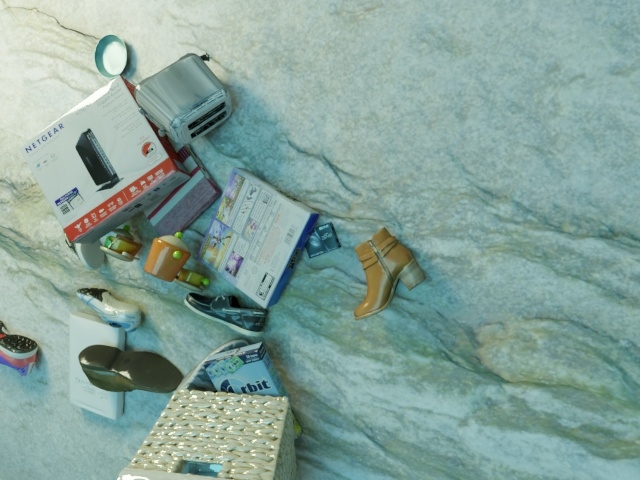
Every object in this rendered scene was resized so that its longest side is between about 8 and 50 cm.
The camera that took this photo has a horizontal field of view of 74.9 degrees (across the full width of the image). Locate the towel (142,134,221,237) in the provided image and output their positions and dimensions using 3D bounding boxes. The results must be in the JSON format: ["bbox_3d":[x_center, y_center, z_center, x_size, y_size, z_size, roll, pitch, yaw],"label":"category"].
[{"bbox_3d":[-0.440,-0.187,1.155,0.237,0.037,0.328,-38,82,21],"label":"towel"}]

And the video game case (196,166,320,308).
[{"bbox_3d":[-0.163,-0.009,1.048,0.245,0.061,0.269,32,107,19],"label":"video game case"}]

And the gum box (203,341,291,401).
[{"bbox_3d":[-0.183,0.358,1.049,0.157,0.041,0.184,-18,107,17],"label":"gum box"}]

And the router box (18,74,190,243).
[{"bbox_3d":[-0.561,-0.202,1.088,0.336,0.082,0.301,-33,84,5],"label":"router box"}]

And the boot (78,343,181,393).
[{"bbox_3d":[-0.554,0.399,1.234,0.306,0.112,0.115,13,119,6],"label":"boot"}]

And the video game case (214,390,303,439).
[{"bbox_3d":[-0.193,0.473,1.139,0.232,0.042,0.210,-31,85,21],"label":"video game case"}]

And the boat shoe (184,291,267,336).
[{"bbox_3d":[-0.251,0.178,1.108,0.233,0.084,0.078,18,94,15],"label":"boat shoe"}]

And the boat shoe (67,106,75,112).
[{"bbox_3d":[-0.678,-0.228,1.205,0.102,0.108,0.300,8,92,2],"label":"boat shoe"}]

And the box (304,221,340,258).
[{"bbox_3d":[0.000,0.000,1.019,0.084,0.018,0.067,-20,89,22],"label":"box"}]

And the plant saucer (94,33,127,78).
[{"bbox_3d":[-0.584,-0.515,1.175,0.120,0.021,0.119,3,98,20],"label":"plant saucer"}]

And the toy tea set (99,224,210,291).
[{"bbox_3d":[-0.449,0.020,1.120,0.337,0.200,0.124,20,79,19],"label":"toy tea set"}]

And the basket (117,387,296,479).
[{"bbox_3d":[-0.227,0.566,0.977,0.329,0.266,0.330,1,116,8],"label":"basket"}]

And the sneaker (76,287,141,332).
[{"bbox_3d":[-0.643,0.205,1.254,0.238,0.085,0.086,21,99,18],"label":"sneaker"}]

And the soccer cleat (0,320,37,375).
[{"bbox_3d":[-1.119,0.362,1.447,0.319,0.109,0.116,19,107,15],"label":"soccer cleat"}]

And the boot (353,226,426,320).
[{"bbox_3d":[0.121,0.078,0.957,0.197,0.073,0.152,-39,84,8],"label":"boot"}]

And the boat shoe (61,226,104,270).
[{"bbox_3d":[-0.728,-0.002,1.269,0.070,0.078,0.219,-29,78,21],"label":"boat shoe"}]

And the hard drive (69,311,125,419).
[{"bbox_3d":[-0.712,0.395,1.328,0.203,0.040,0.306,10,100,19],"label":"hard drive"}]

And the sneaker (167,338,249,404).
[{"bbox_3d":[-0.309,0.356,1.138,0.281,0.115,0.105,-41,112,3],"label":"sneaker"}]

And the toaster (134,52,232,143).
[{"bbox_3d":[-0.320,-0.344,1.021,0.227,0.129,0.146,-40,85,-17],"label":"toaster"}]
